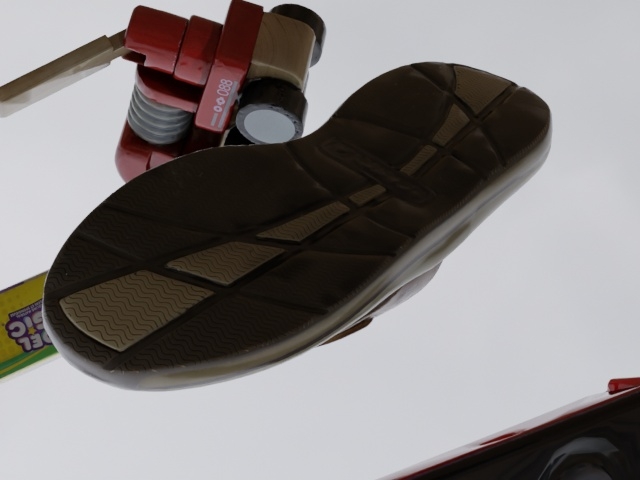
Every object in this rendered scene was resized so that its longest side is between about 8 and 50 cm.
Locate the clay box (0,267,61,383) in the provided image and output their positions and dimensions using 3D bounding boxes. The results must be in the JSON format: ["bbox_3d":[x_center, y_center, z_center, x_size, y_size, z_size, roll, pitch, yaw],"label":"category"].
[{"bbox_3d":[-0.172,0.049,1.143,0.222,0.053,0.127,-25,-179,-18],"label":"clay box"}]

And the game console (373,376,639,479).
[{"bbox_3d":[0.087,0.273,0.823,0.342,0.387,0.060,-17,-167,-38],"label":"game console"}]

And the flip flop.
[{"bbox_3d":[0.000,0.000,0.825,0.112,0.080,0.277,34,-137,24],"label":"flip flop"}]

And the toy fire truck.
[{"bbox_3d":[-0.143,-0.111,1.595,0.246,0.217,0.158,17,-126,-6],"label":"toy fire truck"}]
